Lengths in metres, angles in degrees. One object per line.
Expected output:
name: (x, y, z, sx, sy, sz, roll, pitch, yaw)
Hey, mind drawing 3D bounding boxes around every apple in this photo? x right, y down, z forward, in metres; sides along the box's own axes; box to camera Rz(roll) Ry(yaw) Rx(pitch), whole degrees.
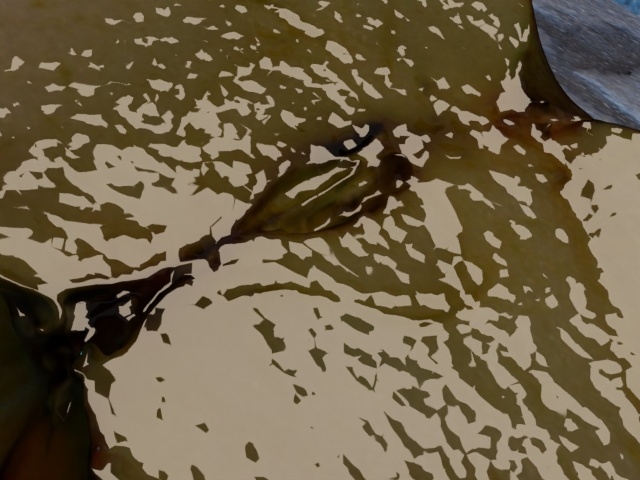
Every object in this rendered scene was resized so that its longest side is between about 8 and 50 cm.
apple: (0.000, 0.000, 0.579, 0.365, 0.295, 0.329, -29, 26, -36)
